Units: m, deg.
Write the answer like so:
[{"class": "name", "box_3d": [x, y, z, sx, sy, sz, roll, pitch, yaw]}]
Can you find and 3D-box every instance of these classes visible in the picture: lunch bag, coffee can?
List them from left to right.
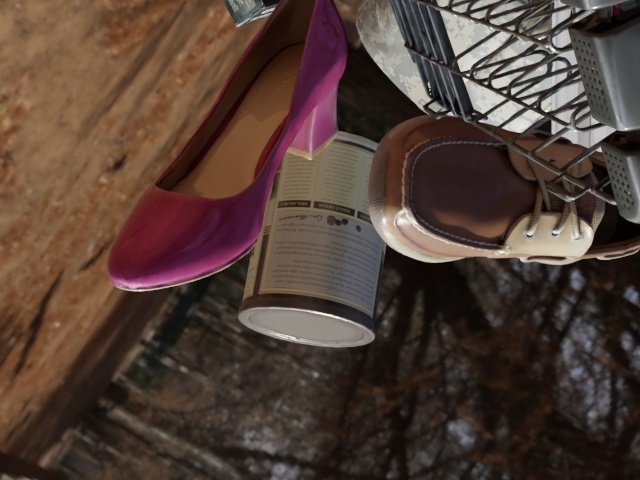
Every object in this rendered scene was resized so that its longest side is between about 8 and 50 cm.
[{"class": "coffee can", "box_3d": [0.000, 0.000, 1.648, 0.201, 0.201, 0.275, 137, -35, -67]}, {"class": "lunch bag", "box_3d": [0.199, -0.284, 1.330, 0.212, 0.256, 0.305, -63, -171, -27]}]

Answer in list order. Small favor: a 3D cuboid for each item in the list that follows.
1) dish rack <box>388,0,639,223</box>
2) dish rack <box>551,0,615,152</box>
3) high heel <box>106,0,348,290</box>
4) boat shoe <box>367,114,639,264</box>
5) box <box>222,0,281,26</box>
[{"class": "dish rack", "box_3d": [0.088, -0.130, 0.517, 0.074, 0.208, 0.271, -25, -156, -8]}, {"class": "dish rack", "box_3d": [0.373, -0.223, 1.191, 0.072, 0.285, 0.333, 26, -53, 52]}, {"class": "high heel", "box_3d": [-0.054, -0.070, 0.681, 0.244, 0.082, 0.117, -42, 140, -41]}, {"class": "boat shoe", "box_3d": [0.169, -0.039, 0.890, 0.116, 0.324, 0.123, 0, -90, 44]}, {"class": "box", "box_3d": [-0.065, -0.341, 1.124, 0.175, 0.220, 0.051, -30, -177, -43]}]
